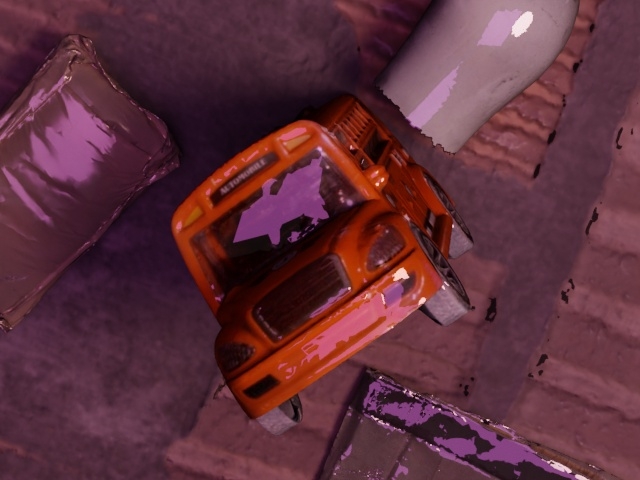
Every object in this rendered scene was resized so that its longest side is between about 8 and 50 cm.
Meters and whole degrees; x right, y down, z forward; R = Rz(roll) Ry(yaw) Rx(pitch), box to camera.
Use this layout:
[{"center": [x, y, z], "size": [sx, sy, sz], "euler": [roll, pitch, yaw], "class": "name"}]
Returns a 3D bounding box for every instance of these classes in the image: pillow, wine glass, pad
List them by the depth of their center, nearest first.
[{"center": [0.127, -0.154, 1.249], "size": [0.093, 0.093, 0.202], "euler": [40, 102, -5], "class": "wine glass"}, {"center": [-0.197, -0.038, 1.313], "size": [0.119, 0.053, 0.208], "euler": [44, 101, -10], "class": "pillow"}, {"center": [0.105, 0.214, 1.366], "size": [0.233, 0.022, 0.174], "euler": [24, 103, 0], "class": "pad"}]

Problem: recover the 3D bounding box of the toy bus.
[{"center": [0.000, 0.000, 1.170], "size": [0.143, 0.329, 0.153], "euler": [-35, 95, 11], "class": "toy bus"}]
